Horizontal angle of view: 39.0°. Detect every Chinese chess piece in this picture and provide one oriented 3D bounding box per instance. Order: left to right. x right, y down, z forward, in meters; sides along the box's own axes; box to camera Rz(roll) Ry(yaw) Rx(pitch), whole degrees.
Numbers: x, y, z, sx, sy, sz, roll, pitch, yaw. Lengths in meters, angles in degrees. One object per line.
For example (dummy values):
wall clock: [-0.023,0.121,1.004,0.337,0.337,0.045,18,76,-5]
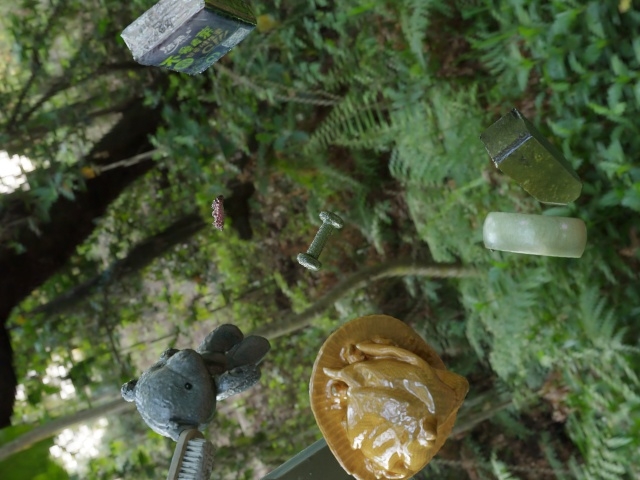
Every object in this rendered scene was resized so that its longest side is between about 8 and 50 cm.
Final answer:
Chinese chess piece: [0.302,-0.007,1.278,0.144,0.144,0.059,-165,80,-79]

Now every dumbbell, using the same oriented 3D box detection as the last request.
dumbbell: [0.000,0.000,1.762,0.052,0.118,0.046,28,171,-6]

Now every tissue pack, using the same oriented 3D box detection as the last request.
tissue pack: [-0.232,-0.384,1.650,0.073,0.173,0.235,58,-161,8]

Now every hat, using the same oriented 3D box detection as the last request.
hat: [0.111,0.242,1.213,0.233,0.233,0.244,-167,98,-79]

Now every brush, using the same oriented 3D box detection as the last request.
brush: [-0.255,0.502,1.632,0.070,0.065,0.328,42,-127,-44]

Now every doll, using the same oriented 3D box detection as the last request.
doll: [-0.250,0.261,1.869,0.245,0.340,0.158,17,132,32]

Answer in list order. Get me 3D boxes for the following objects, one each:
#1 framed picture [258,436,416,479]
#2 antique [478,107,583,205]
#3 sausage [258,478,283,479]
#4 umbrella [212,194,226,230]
framed picture: [0.018,0.451,1.501,0.231,0.293,0.018,54,171,27]
antique: [0.372,-0.131,1.560,0.221,0.080,0.081,32,-151,-42]
sausage: [-0.084,0.373,1.160,0.304,0.121,0.121,47,-160,-75]
umbrella: [-0.190,-0.049,1.699,0.165,0.027,0.025,105,149,-71]
